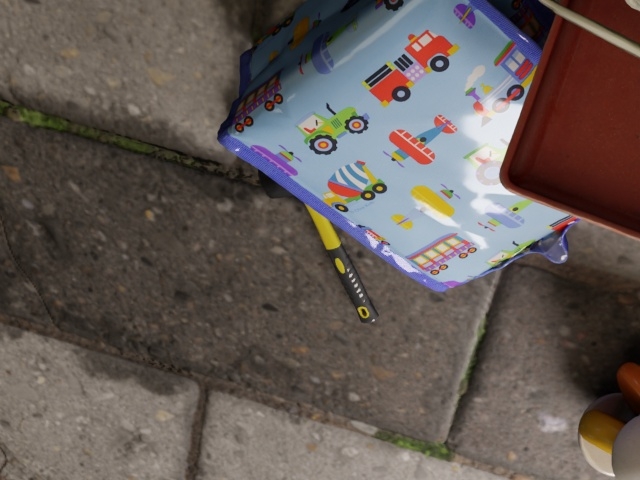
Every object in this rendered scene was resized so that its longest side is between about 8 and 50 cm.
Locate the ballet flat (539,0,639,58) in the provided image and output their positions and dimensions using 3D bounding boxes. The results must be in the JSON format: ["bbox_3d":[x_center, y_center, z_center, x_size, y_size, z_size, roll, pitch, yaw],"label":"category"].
[{"bbox_3d":[0.154,-0.216,0.727,0.348,0.123,0.123,46,125,8],"label":"ballet flat"}]

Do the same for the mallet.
[{"bbox_3d":[0.000,0.000,1.023,0.062,0.039,0.190,-7,124,19],"label":"mallet"}]

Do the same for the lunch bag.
[{"bbox_3d":[0.107,-0.078,0.894,0.221,0.138,0.293,-34,117,29],"label":"lunch bag"}]

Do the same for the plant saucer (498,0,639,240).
[{"bbox_3d":[0.277,-0.103,0.782,0.259,0.258,0.048,21,169,3],"label":"plant saucer"}]

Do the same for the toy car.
[{"bbox_3d":[0.319,0.169,0.988,0.182,0.159,0.136,31,89,-5],"label":"toy car"}]
